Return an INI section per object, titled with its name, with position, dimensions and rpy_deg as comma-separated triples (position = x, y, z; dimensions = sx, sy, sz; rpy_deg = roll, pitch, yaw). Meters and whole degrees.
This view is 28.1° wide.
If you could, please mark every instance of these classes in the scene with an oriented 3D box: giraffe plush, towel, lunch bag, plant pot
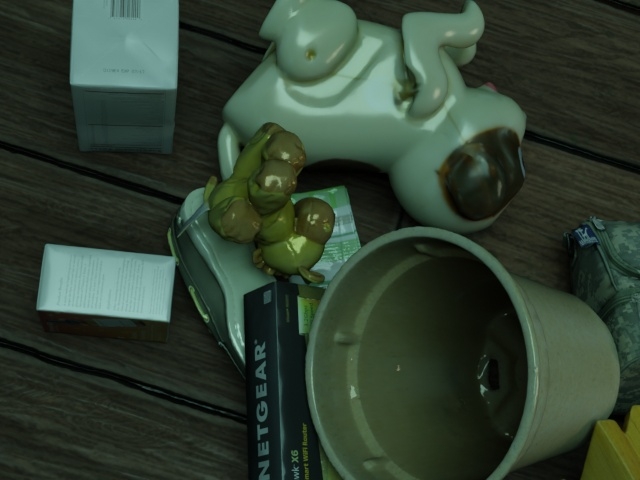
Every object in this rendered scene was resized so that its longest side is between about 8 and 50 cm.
[giraffe plush]
position = -0.055, -0.023, 1.652
dimensions = 0.170, 0.210, 0.181
rpy_deg = 38, 36, -20
[towel]
position = 0.000, 0.000, 1.809
dimensions = 0.113, 0.023, 0.152
rpy_deg = -9, 74, -11
[lunch bag]
position = 0.496, 0.093, 1.761
dimensions = 0.305, 0.213, 0.256
rpy_deg = 1, 56, -8
[plant pot]
position = 0.204, 0.161, 1.589
dimensions = 0.305, 0.333, 0.334
rpy_deg = 6, 66, -49

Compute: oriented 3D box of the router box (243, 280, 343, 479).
[router box]
position = 0.024, 0.220, 1.662
dimensions = 0.242, 0.081, 0.309
rpy_deg = 9, 70, -35

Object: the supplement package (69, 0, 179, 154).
[supplement package]
position = -0.263, -0.220, 1.724
dimensions = 0.139, 0.244, 0.134
rpy_deg = 2, 73, -8

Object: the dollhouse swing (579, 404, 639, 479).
[dollhouse swing]
position = 0.490, 0.426, 1.653
dimensions = 0.346, 0.305, 0.315
rpy_deg = 0, 43, -27

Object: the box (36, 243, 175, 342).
[box]
position = -0.281, 0.072, 1.692
dimensions = 0.170, 0.130, 0.091
rpy_deg = 5, 73, -5

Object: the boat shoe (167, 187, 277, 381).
[boat shoe]
position = -0.117, 0.080, 1.733
dimensions = 0.109, 0.091, 0.305
rpy_deg = -17, 77, -38

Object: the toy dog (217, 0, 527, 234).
[toy dog]
position = 0.095, -0.169, 1.743
dimensions = 0.407, 0.284, 0.395
rpy_deg = 29, 75, 0

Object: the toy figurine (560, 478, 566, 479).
[toy figurine]
position = 0.269, 0.423, 1.503
dimensions = 0.217, 0.362, 0.191
rpy_deg = 37, 70, -8
